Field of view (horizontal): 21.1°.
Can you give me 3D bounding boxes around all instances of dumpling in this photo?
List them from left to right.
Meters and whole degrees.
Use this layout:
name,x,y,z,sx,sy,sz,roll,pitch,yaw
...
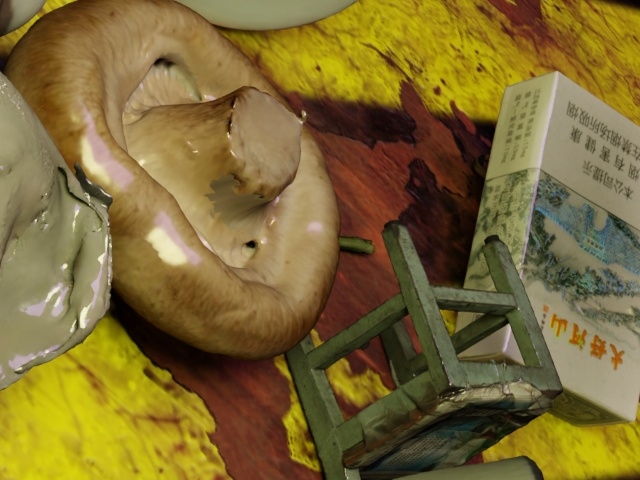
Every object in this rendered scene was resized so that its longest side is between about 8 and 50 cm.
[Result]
name,x,y,z,sx,sy,sz,roll,pitch,yaw
dumpling,-0.257,-0.022,0.969,0.293,0.163,0.204,37,80,-8

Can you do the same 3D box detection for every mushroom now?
name,x,y,z,sx,sy,sz,roll,pitch,yaw
mushroom,-0.093,-0.043,1.147,0.278,0.146,0.278,37,38,-36

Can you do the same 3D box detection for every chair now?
name,x,y,z,sx,sy,sz,roll,pitch,yaw
chair,0.087,0.137,1.223,0.136,0.147,0.270,9,56,-46

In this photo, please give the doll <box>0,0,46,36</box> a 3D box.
name,x,y,z,sx,sy,sz,roll,pitch,yaw
doll,-0.247,-0.217,1.096,0.117,0.182,0.257,-10,47,-27

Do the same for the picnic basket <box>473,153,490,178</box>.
name,x,y,z,sx,sy,sz,roll,pitch,yaw
picnic basket,0.177,-0.056,1.543,0.083,0.072,0.072,24,40,3

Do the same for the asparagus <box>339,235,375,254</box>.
name,x,y,z,sx,sy,sz,roll,pitch,yaw
asparagus,0.000,0.000,1.335,0.114,0.015,0.014,7,93,-44

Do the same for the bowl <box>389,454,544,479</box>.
name,x,y,z,sx,sy,sz,roll,pitch,yaw
bowl,0.029,0.294,0.949,0.185,0.354,0.354,0,52,2

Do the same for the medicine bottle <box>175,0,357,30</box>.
name,x,y,z,sx,sy,sz,roll,pitch,yaw
medicine bottle,-0.050,-0.347,1.381,0.202,0.202,0.316,25,47,-36

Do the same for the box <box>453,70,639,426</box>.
name,x,y,z,sx,sy,sz,roll,pitch,yaw
box,0.209,0.009,1.452,0.164,0.069,0.257,28,65,-33
